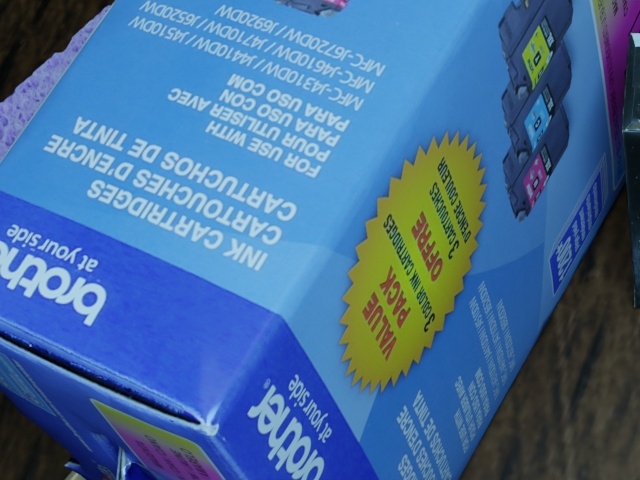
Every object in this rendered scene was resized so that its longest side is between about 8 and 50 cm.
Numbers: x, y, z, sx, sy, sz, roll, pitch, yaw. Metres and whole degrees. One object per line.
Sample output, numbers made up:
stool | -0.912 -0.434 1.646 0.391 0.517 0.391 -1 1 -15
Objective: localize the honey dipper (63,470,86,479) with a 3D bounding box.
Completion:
honey dipper | -0.130 0.127 0.800 0.030 0.030 0.161 30 70 26

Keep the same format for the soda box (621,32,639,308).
soda box | 0.174 -0.027 0.732 0.060 0.169 0.053 2 62 15

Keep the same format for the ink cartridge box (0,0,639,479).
ink cartridge box | 0.000 0.000 0.700 0.151 0.270 0.395 24 69 26

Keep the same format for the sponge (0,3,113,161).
sponge | -0.096 -0.092 0.915 0.117 0.031 0.210 36 75 28
